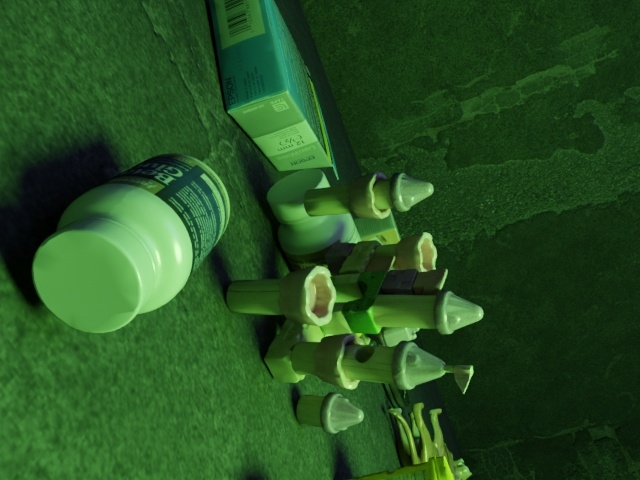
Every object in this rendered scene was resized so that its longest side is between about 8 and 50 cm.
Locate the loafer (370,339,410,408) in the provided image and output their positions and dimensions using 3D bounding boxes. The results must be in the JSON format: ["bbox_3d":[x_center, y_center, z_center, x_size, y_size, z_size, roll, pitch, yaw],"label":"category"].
[{"bbox_3d":[0.207,0.338,1.466,0.109,0.095,0.303,-78,148,-67],"label":"loafer"}]

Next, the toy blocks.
[{"bbox_3d":[0.095,0.094,0.708,0.288,0.260,0.309,-57,133,-46],"label":"toy blocks"}]

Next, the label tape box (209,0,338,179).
[{"bbox_3d":[-0.077,-0.276,1.022,0.348,0.115,0.249,51,25,-67],"label":"label tape box"}]

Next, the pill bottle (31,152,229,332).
[{"bbox_3d":[-0.132,-0.004,0.395,0.169,0.094,0.094,-77,147,-69],"label":"pill bottle"}]

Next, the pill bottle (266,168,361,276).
[{"bbox_3d":[0.000,0.000,0.914,0.131,0.131,0.229,-89,158,-57],"label":"pill bottle"}]

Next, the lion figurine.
[{"bbox_3d":[0.275,0.572,1.421,0.392,0.142,0.240,31,49,-52],"label":"lion figurine"}]

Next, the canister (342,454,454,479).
[{"bbox_3d":[0.117,0.393,0.781,0.073,0.169,0.126,-81,151,-66],"label":"canister"}]

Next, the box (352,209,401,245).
[{"bbox_3d":[0.117,0.015,1.338,0.091,0.170,0.130,-95,163,-51],"label":"box"}]
